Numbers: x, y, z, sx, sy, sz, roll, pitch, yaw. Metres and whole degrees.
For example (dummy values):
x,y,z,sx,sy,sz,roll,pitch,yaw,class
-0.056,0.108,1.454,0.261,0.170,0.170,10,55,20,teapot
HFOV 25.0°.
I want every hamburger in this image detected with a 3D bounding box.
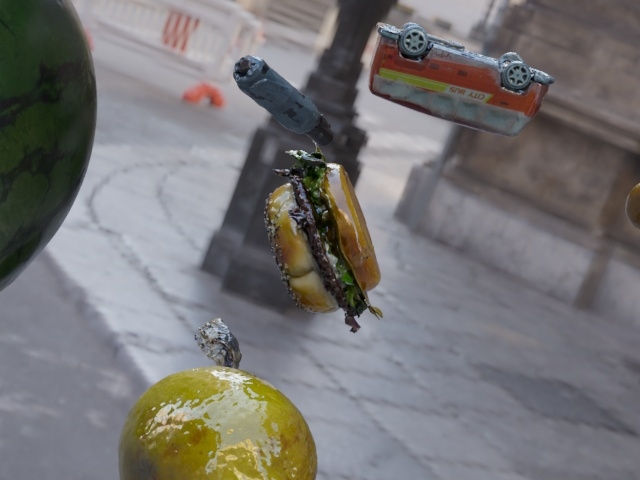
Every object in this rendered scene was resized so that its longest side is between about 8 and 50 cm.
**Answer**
x,y,z,sx,sy,sz,roll,pitch,yaw,class
-0.001,-0.004,1.417,0.093,0.189,0.164,-18,20,5,hamburger

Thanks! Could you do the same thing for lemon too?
x,y,z,sx,sy,sz,roll,pitch,yaw,class
-0.092,0.198,1.298,0.170,0.170,0.207,12,0,-41,lemon

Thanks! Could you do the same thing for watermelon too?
x,y,z,sx,sy,sz,roll,pitch,yaw,class
-0.335,-0.086,1.010,0.363,0.363,0.363,20,10,-4,watermelon

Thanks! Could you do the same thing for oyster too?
x,y,z,sx,sy,sz,roll,pitch,yaw,class
-0.163,0.178,2.408,0.103,0.051,0.148,45,8,-48,oyster

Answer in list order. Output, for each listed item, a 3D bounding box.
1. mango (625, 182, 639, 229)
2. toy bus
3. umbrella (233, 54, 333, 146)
x,y,z,sx,sy,sz,roll,pitch,yaw,class
0.361,-0.034,1.461,0.080,0.060,0.114,40,-23,-26,mango
0.196,-0.231,2.078,0.265,0.119,0.121,17,12,-3,toy bus
-0.048,-0.196,2.090,0.052,0.053,0.250,7,-17,31,umbrella
